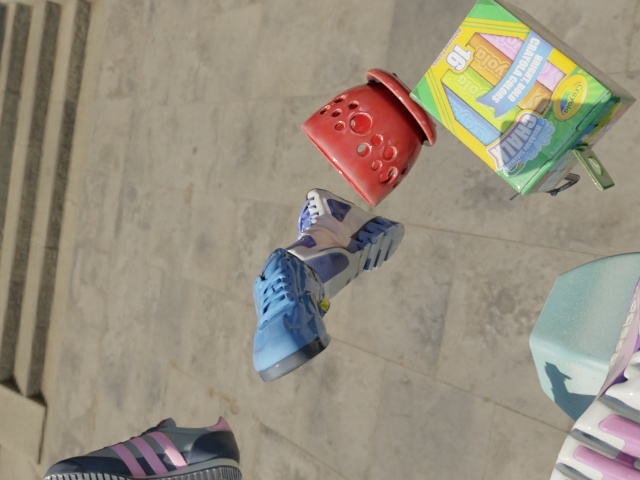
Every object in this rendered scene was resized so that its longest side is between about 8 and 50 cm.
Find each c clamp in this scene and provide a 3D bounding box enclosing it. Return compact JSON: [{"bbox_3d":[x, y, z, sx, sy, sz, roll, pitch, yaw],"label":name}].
[{"bbox_3d":[0.592,-0.143,1.749,0.137,0.161,0.022,-45,52,46],"label":"c clamp"}]

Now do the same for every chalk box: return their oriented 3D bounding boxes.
[{"bbox_3d":[0.312,-0.185,0.957,0.289,0.180,0.179,46,119,19],"label":"chalk box"}]

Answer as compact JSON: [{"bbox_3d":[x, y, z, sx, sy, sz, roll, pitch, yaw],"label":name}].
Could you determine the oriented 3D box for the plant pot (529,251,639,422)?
[{"bbox_3d":[0.468,0.164,1.015,0.252,0.247,0.247,11,52,38],"label":"plant pot"}]

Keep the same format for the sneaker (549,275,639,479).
[{"bbox_3d":[0.193,0.083,0.358,0.095,0.104,0.236,22,79,21],"label":"sneaker"}]

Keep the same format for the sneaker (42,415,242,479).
[{"bbox_3d":[-0.299,0.371,1.145,0.131,0.319,0.112,-105,21,-48],"label":"sneaker"}]

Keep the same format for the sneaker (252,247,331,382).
[{"bbox_3d":[-0.036,0.057,0.597,0.082,0.069,0.209,62,-173,-9],"label":"sneaker"}]

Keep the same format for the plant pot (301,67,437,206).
[{"bbox_3d":[0.090,-0.180,1.147,0.174,0.191,0.191,-41,45,1],"label":"plant pot"}]

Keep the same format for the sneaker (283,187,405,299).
[{"bbox_3d":[0.001,0.000,1.283,0.182,0.316,0.127,34,125,28],"label":"sneaker"}]
